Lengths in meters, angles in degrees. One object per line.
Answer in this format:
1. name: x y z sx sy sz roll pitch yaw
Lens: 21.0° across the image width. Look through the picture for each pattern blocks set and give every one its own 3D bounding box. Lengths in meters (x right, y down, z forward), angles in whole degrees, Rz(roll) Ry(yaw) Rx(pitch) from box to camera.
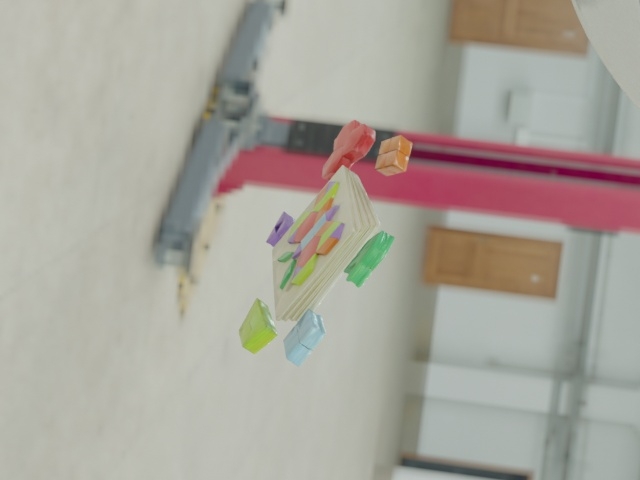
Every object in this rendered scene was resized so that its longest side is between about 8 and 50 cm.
1. pattern blocks set: 0.000 0.000 1.855 0.285 0.026 0.325 -55 -162 4

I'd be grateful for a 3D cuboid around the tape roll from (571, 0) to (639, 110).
1. tape roll: 0.375 -0.183 1.470 0.072 0.392 0.392 -44 158 -19
